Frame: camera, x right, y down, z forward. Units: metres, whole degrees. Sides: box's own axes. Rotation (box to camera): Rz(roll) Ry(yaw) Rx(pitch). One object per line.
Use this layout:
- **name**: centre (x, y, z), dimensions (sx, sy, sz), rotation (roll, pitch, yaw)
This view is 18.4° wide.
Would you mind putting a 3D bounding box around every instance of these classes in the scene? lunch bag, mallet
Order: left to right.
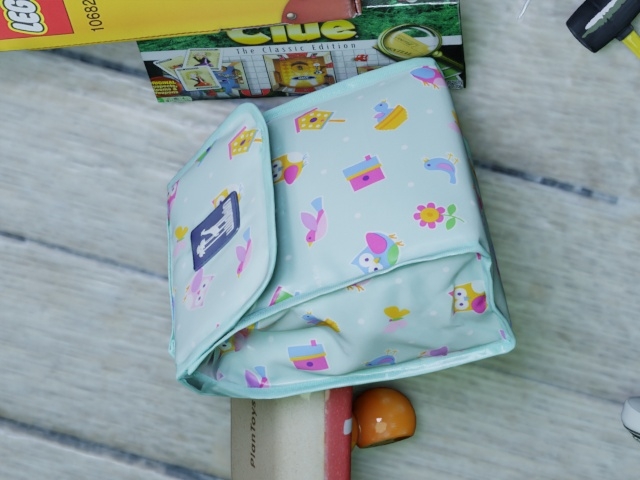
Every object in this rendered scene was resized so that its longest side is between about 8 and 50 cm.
- **lunch bag**: centre (0.000, 0.000, 1.563), dimensions (0.262, 0.223, 0.160), rotation (-15, 138, 7)
- **mallet**: centre (0.275, -0.127, 1.615), dimensions (0.062, 0.039, 0.190), rotation (-36, 103, 12)

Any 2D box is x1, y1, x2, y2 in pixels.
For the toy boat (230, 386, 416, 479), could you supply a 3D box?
- **toy boat**: centre (0.011, 0.163, 1.680), dimensions (0.151, 0.151, 0.231), rotation (-6, 107, -23)

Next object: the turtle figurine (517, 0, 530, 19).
- **turtle figurine**: centre (0.120, -0.296, 1.538), dimensions (0.175, 0.118, 0.234), rotation (11, 91, -13)

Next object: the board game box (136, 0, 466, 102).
- **board game box**: centre (-0.015, -0.159, 1.587), dimensions (0.259, 0.136, 0.030), rotation (-3, 62, 6)

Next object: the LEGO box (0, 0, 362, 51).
- **LEGO box**: centre (-0.180, -0.357, 1.358), dimensions (0.372, 0.193, 0.500), rotation (-5, 147, 4)

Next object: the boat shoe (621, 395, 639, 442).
- **boat shoe**: centre (0.350, 0.197, 1.675), dimensions (0.219, 0.078, 0.070), rotation (21, 105, -3)
